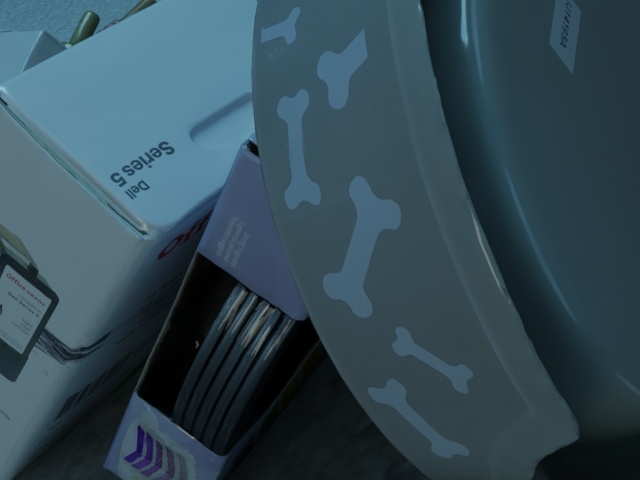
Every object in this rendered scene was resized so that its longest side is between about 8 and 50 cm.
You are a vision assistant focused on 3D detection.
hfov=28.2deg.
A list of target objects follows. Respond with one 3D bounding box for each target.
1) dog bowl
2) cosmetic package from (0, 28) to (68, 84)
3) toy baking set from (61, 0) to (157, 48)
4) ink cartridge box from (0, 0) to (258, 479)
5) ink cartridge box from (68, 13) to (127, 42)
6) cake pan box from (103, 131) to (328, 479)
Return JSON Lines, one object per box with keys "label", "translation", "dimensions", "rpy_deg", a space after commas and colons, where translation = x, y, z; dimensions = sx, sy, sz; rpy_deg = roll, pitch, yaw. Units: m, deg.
{"label": "dog bowl", "translation": [0.106, -0.037, 0.572], "dimensions": [0.102, 0.348, 0.349], "rpy_deg": [-19, 18, 36]}
{"label": "cosmetic package", "translation": [-0.288, -0.061, 1.084], "dimensions": [0.117, 0.085, 0.231], "rpy_deg": [8, 67, 41]}
{"label": "toy baking set", "translation": [-0.189, -0.110, 1.132], "dimensions": [0.197, 0.030, 0.256], "rpy_deg": [18, 74, 34]}
{"label": "ink cartridge box", "translation": [-0.125, -0.005, 0.757], "dimensions": [0.198, 0.115, 0.273], "rpy_deg": [-41, -8, -46]}
{"label": "ink cartridge box", "translation": [-0.118, -0.162, 1.284], "dimensions": [0.308, 0.129, 0.223], "rpy_deg": [-8, 25, 24]}
{"label": "cake pan box", "translation": [0.000, 0.000, 0.699], "dimensions": [0.070, 0.245, 0.267], "rpy_deg": [33, 38, 9]}
